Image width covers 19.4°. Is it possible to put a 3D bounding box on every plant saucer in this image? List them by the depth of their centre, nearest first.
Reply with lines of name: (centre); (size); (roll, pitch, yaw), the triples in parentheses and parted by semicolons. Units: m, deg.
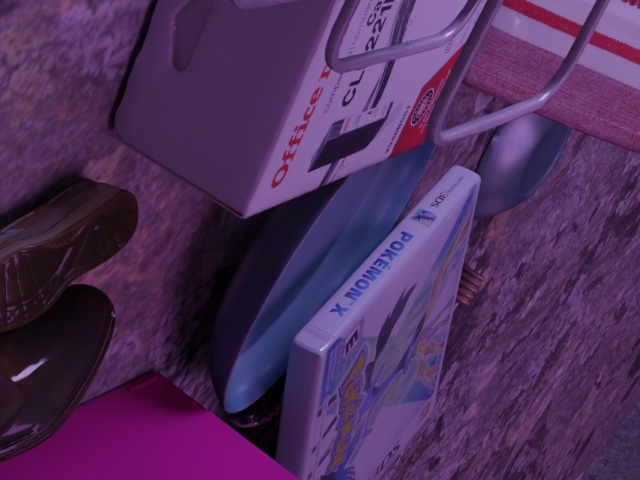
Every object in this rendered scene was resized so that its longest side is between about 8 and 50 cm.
plant saucer: (0.000, 0.000, 1.534); (0.317, 0.044, 0.317); (-52, 168, -16)
plant saucer: (0.227, -0.099, 2.007); (0.195, 0.037, 0.195); (-49, 159, -27)

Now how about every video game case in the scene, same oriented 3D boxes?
video game case: (0.047, 0.132, 1.752); (0.300, 0.036, 0.329); (-46, 153, -43)

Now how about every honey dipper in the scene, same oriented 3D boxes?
honey dipper: (0.130, 0.102, 2.089); (0.160, 0.030, 0.030); (-58, 161, 5)

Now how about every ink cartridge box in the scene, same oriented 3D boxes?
ink cartridge box: (0.005, -0.147, 1.258); (0.273, 0.114, 0.197); (-24, 143, -58)

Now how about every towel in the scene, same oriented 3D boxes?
towel: (0.294, -0.251, 1.705); (0.329, 0.237, 0.037); (-64, -161, 16)

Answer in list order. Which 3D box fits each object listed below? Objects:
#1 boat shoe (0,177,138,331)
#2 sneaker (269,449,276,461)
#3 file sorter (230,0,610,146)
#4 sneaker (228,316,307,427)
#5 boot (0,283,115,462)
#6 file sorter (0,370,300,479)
boat shoe: (-0.180, 0.007, 1.158); (0.153, 0.048, 0.056); (-39, 139, -36)
sneaker: (0.003, 0.260, 1.911); (0.084, 0.097, 0.234); (-50, 159, -25)
file sorter: (0.023, -0.202, 0.984); (0.193, 0.278, 0.173); (-24, 145, -59)
sneaker: (-0.045, 0.113, 1.667); (0.119, 0.047, 0.057); (-49, 137, -26)
boot: (-0.206, 0.083, 1.146); (0.219, 0.082, 0.106); (-45, 160, -29)
file sorter: (-0.157, 0.259, 1.366); (0.291, 0.202, 0.182); (-23, 144, -59)
